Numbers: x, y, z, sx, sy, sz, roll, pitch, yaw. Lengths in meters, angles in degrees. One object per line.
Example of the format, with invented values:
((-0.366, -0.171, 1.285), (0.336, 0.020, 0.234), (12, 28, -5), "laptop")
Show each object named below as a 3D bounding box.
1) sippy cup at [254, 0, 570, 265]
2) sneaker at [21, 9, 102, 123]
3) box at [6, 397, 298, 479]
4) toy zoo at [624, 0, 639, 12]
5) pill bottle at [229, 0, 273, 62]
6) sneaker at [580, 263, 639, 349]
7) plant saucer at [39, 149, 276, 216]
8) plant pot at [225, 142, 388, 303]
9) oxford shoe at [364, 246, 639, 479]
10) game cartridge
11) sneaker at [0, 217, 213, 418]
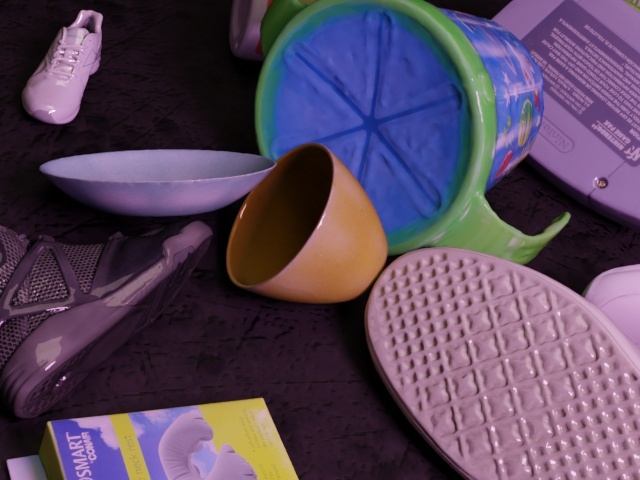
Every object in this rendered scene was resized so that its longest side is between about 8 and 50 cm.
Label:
((0.095, -0.120, 1.021), (0.240, 0.305, 0.224), (-7, 8, 36), "sippy cup")
((-0.240, -0.166, 1.023), (0.053, 0.061, 0.152), (18, 40, -9), "sneaker")
((-0.105, 0.164, 0.721), (0.178, 0.042, 0.109), (-2, 45, -29), "box")
((0.414, -0.275, 1.490), (0.192, 0.030, 0.293), (42, 42, 23), "toy zoo")
((0.006, -0.235, 1.184), (0.193, 0.108, 0.108), (7, 41, -19), "pill bottle")
((0.359, 0.125, 0.932), (0.305, 0.114, 0.152), (30, 38, 10), "sneaker")
((-0.134, -0.047, 0.909), (0.195, 0.037, 0.195), (0, 11, 0), "plant saucer")
((0.000, 0.000, 0.908), (0.095, 0.134, 0.134), (32, 32, -30), "plant pot")
((0.225, 0.157, 0.834), (0.449, 0.169, 0.130), (31, -3, 22), "oxford shoe")
((0.295, -0.155, 1.181), (0.297, 0.198, 0.062), (48, 5, 28), "game cartridge")
((-0.182, 0.022, 0.811), (0.130, 0.087, 0.227), (40, 47, 11), "sneaker")
